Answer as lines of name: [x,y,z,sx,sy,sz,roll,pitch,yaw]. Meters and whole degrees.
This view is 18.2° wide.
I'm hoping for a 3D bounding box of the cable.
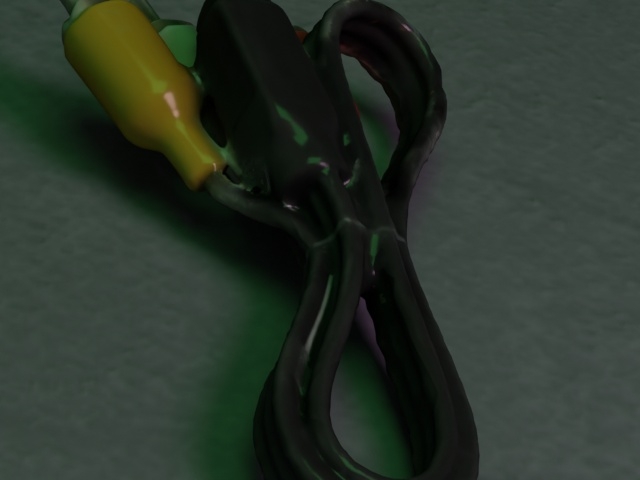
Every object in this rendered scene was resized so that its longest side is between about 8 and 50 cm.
cable: [0.000,0.000,0.686,0.139,0.072,0.287,7,45,-32]
